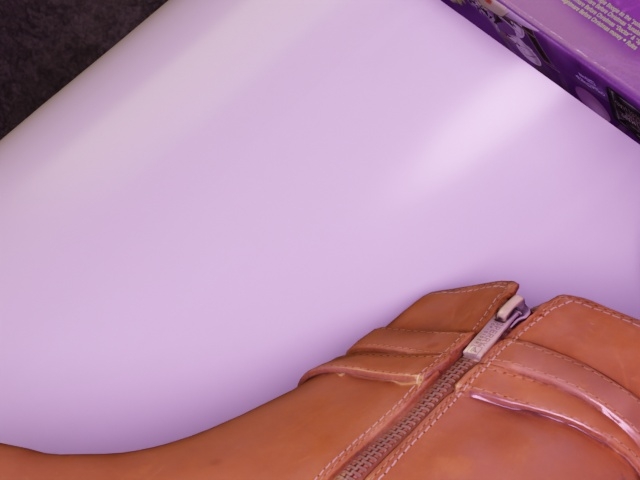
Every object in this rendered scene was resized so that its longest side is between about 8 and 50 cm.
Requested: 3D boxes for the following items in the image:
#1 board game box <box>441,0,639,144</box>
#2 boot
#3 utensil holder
[{"bbox_3d":[0.180,-0.119,0.542,0.208,0.347,0.056,-43,-38,-2],"label":"board game box"},{"bbox_3d":[-0.011,0.083,0.571,0.283,0.109,0.220,10,44,31],"label":"boot"},{"bbox_3d":[0.000,0.000,0.816,0.385,0.327,0.327,-38,4,13],"label":"utensil holder"}]
